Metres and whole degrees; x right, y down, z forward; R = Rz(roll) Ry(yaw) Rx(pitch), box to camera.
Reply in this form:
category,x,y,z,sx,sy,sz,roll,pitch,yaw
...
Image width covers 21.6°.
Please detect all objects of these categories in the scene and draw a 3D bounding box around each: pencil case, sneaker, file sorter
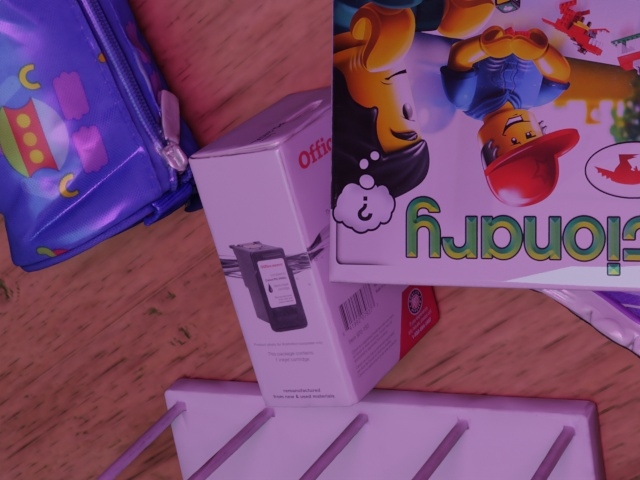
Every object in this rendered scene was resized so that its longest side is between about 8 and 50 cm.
category,x,y,z,sx,sy,sz,roll,pitch,yaw
pencil case,-0.166,-0.132,0.931,0.133,0.119,0.306,-13,106,33
sneaker,0.136,0.000,0.885,0.170,0.068,0.071,31,97,14
file sorter,0.012,0.208,0.969,0.278,0.173,0.192,1,112,27

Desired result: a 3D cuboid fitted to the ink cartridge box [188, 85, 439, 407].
category,x,y,z,sx,sy,sz,roll,pitch,yaw
ink cartridge box,0.000,0.000,0.914,0.063,0.109,0.150,-5,110,34

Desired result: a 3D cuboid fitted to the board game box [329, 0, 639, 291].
category,x,y,z,sx,sy,sz,roll,pitch,yaw
board game box,0.150,-0.072,0.799,0.305,0.053,0.192,0,90,27
